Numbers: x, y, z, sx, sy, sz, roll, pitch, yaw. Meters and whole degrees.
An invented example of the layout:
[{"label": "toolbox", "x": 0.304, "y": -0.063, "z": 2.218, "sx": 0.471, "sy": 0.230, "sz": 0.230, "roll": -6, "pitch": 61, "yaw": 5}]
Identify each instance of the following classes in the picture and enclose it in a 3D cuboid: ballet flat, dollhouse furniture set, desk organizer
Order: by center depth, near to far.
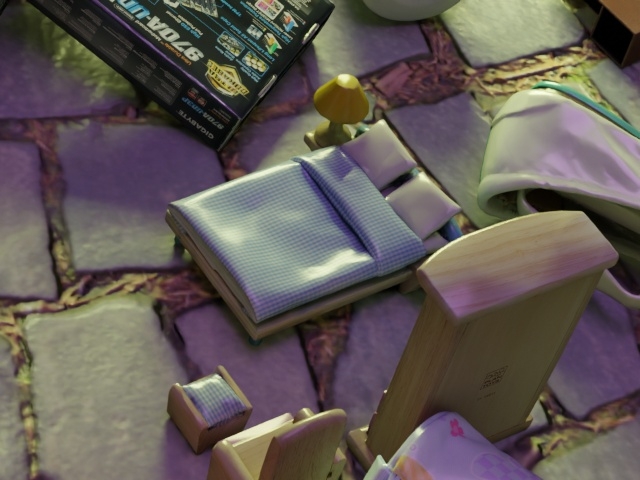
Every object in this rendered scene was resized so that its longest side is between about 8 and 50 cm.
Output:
[{"label": "dollhouse furniture set", "x": 0.000, "y": 0.000, "z": 1.294, "sx": 0.286, "sy": 0.198, "sz": 0.303, "roll": -19, "pitch": 56, "yaw": -30}, {"label": "ballet flat", "x": 0.298, "y": 0.016, "z": 1.435, "sx": 0.400, "sy": 0.139, "sz": 0.139, "roll": 27, "pitch": 47, "yaw": 14}, {"label": "desk organizer", "x": 0.252, "y": -0.217, "z": 1.667, "sx": 0.050, "sy": 0.047, "sz": 0.130, "roll": -25, "pitch": 60, "yaw": -30}]

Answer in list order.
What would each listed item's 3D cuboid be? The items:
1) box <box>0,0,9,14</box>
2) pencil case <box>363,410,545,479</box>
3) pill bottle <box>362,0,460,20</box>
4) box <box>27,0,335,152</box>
[{"label": "box", "x": -0.275, "y": -0.203, "z": 1.419, "sx": 0.044, "sy": 0.159, "sz": 0.233, "roll": 20, "pitch": 47, "yaw": 0}, {"label": "pencil case", "x": 0.147, "y": 0.229, "z": 1.190, "sx": 0.273, "sy": 0.113, "sz": 0.124, "roll": 38, "pitch": 28, "yaw": 18}, {"label": "pill bottle", "x": 0.057, "y": -0.306, "z": 1.636, "sx": 0.121, "sy": 0.121, "sz": 0.216, "roll": -7, "pitch": 52, "yaw": -22}, {"label": "box", "x": -0.117, "y": -0.199, "z": 1.501, "sx": 0.220, "sy": 0.051, "sz": 0.175, "roll": 38, "pitch": 47, "yaw": -3}]
